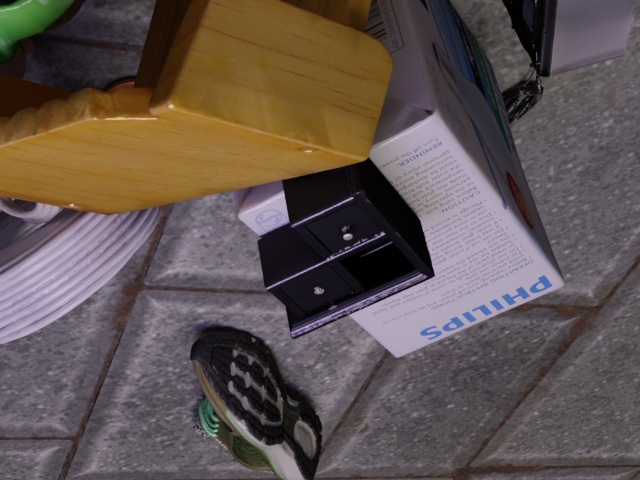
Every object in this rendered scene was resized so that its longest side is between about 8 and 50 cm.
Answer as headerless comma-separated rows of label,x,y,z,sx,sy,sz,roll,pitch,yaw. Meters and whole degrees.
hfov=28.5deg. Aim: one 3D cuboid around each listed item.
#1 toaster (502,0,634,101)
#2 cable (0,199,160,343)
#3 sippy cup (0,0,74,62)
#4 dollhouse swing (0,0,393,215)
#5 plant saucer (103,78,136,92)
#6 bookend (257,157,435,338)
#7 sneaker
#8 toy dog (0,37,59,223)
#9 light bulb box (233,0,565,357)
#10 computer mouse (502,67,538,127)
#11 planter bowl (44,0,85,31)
toaster,0.266,-0.286,1.395,0.110,0.168,0.186,-13,143,-4
cable,-0.291,0.003,1.383,0.257,0.257,0.089,-10,122,49
sippy cup,-0.336,-0.302,1.092,0.305,0.224,0.240,23,174,-15
dollhouse swing,-0.142,-0.203,1.142,0.347,0.305,0.315,-8,167,42
plant saucer,-0.226,-0.164,1.514,0.083,0.013,0.083,-9,144,-7
bookend,0.000,0.000,1.165,0.156,0.072,0.157,-24,140,16
sneaker,-0.142,0.289,2.044,0.182,0.158,0.410,-7,141,20
toy dog,-0.371,-0.130,1.381,0.333,0.161,0.220,-10,113,44
light bulb box,0.067,-0.122,1.381,0.225,0.358,0.361,-25,143,18
computer mouse,0.278,-0.218,1.594,0.071,0.041,0.242,1,141,-22
planter bowl,-0.291,-0.280,1.263,0.162,0.109,0.162,-9,142,-7
